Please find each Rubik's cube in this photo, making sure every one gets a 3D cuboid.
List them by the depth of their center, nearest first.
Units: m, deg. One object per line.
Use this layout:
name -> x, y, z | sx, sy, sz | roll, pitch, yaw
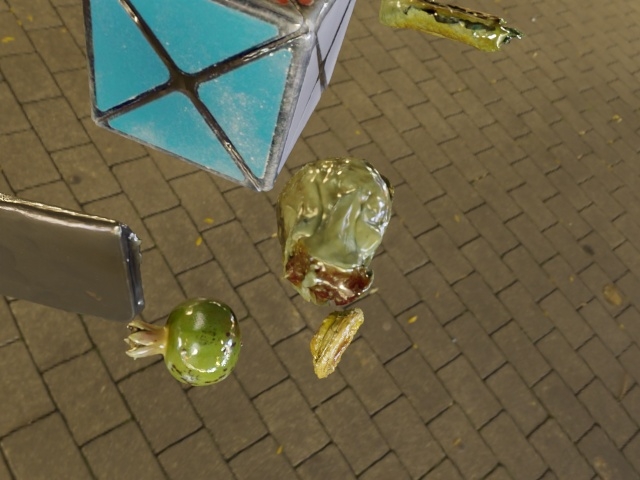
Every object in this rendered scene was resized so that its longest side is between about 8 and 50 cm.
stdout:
Rubik's cube -> -0.112, -0.252, 0.729 | 0.259, 0.260, 0.254 | 22, 50, 4

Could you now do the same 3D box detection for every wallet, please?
wallet -> -0.416, 0.011, 0.804 | 0.378, 0.197, 0.051 | 12, 44, 8

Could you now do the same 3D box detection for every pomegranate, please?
pomegranate -> -0.165, 0.122, 0.728 | 0.142, 0.114, 0.114 | 6, 54, -23

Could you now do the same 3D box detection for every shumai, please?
shumai -> 0.001, -0.001, 0.951 | 0.189, 0.255, 0.218 | 20, 29, 1

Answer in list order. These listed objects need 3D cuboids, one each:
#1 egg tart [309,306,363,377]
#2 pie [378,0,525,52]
egg tart -> 0.021, 0.156, 0.940 | 0.052, 0.130, 0.130 | 29, 49, 15
pie -> 0.271, -0.466, 1.274 | 0.297, 0.078, 0.371 | 13, 23, 3
